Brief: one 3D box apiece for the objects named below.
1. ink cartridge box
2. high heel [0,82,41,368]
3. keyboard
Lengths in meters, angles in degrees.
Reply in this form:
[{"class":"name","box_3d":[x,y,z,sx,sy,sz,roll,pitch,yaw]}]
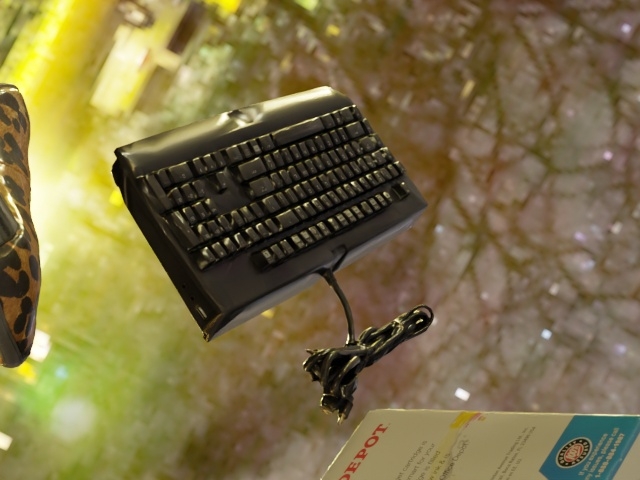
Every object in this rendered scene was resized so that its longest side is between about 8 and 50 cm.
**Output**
[{"class":"ink cartridge box","box_3d":[0.112,0.227,1.015,0.233,0.168,0.171,-4,-144,45]},{"class":"high heel","box_3d":[-0.220,-0.010,1.009,0.261,0.093,0.186,166,-93,-85]},{"class":"keyboard","box_3d":[0.000,0.000,0.984,0.033,0.201,0.317,-32,178,28]}]
